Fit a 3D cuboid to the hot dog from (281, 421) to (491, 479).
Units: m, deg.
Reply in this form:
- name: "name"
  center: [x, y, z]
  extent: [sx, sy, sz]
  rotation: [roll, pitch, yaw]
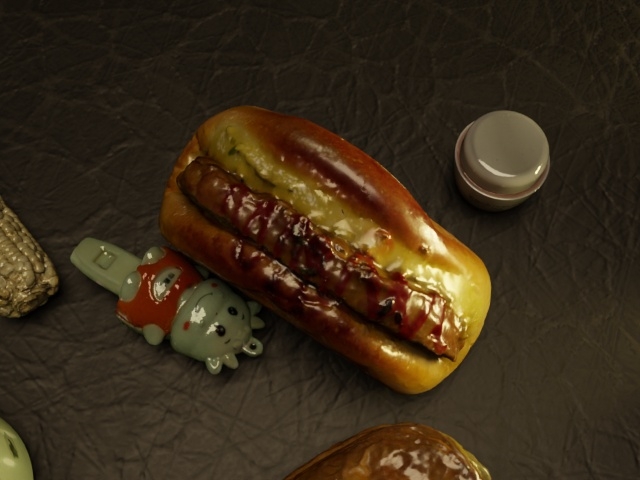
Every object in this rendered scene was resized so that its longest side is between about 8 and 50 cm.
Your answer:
- name: "hot dog"
  center: [0.048, 0.305, 0.836]
  extent: [0.272, 0.122, 0.196]
  rotation: [-33, 75, -17]

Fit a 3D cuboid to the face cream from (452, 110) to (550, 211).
- name: "face cream"
  center: [0.222, -0.096, 1.005]
  extent: [0.117, 0.104, 0.117]
  rotation: [1, 69, -2]

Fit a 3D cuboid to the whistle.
- name: "whistle"
  center: [-0.176, 0.066, 0.936]
  extent: [0.253, 0.105, 0.102]
  rotation: [29, 30, 10]

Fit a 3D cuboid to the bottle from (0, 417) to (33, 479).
- name: "bottle"
  center: [-0.415, 0.230, 0.729]
  extent: [0.229, 0.351, 0.229]
  rotation: [1, 70, -2]

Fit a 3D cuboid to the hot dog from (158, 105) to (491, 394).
- name: "hot dog"
  center: [-0.001, 0.002, 0.880]
  extent: [0.405, 0.223, 0.185]
  rotation: [33, 83, 8]

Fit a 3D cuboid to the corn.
- name: "corn"
  center: [-0.395, 0.001, 0.967]
  extent: [0.087, 0.087, 0.211]
  rotation: [-37, 70, -14]
